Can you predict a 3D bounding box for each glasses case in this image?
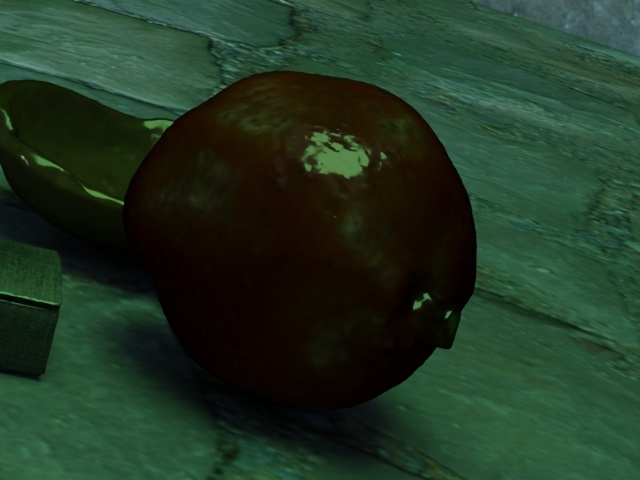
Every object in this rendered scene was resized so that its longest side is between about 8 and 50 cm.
[{"bbox_3d":[-0.224,0.011,0.826,0.205,0.047,0.071,14,18,-16],"label":"glasses case"}]

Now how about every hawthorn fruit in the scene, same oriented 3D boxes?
[{"bbox_3d":[0.000,0.000,0.876,0.169,0.169,0.188,4,12,-39],"label":"hawthorn fruit"}]

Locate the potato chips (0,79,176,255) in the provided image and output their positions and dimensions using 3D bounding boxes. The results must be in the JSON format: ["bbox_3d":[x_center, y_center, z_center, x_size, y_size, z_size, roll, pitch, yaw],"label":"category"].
[{"bbox_3d":[-0.103,-0.029,1.053,0.195,0.062,0.208,26,16,9],"label":"potato chips"}]
